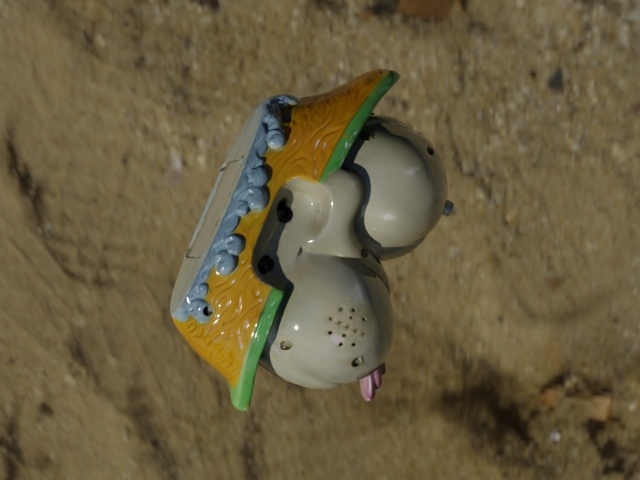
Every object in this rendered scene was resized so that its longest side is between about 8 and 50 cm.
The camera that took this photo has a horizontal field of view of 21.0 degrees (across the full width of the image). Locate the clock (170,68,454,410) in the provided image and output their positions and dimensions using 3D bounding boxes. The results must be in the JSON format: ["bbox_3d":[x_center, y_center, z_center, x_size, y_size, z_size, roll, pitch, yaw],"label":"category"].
[{"bbox_3d":[0.000,0.000,1.068,0.144,0.103,0.231,23,85,-15],"label":"clock"}]
